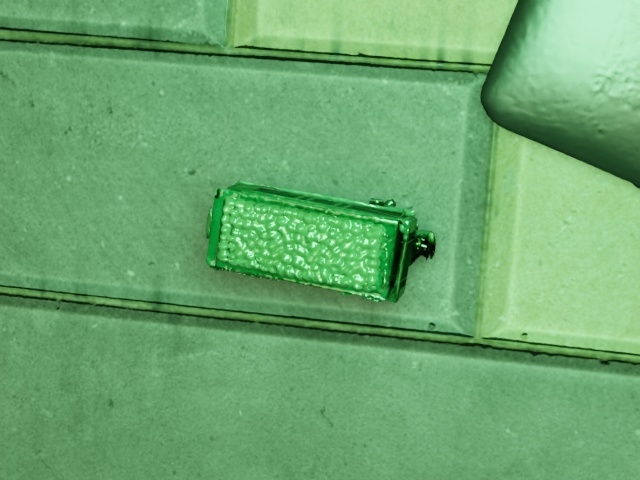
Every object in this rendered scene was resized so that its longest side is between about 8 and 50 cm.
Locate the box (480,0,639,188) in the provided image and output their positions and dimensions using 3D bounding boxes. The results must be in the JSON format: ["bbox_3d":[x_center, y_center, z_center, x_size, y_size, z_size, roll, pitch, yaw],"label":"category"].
[{"bbox_3d":[0.359,-0.217,1.658,0.290,0.073,0.289,23,104,7],"label":"box"}]

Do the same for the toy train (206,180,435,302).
[{"bbox_3d":[0.000,0.000,1.731,0.269,0.154,0.115,11,104,10],"label":"toy train"}]
